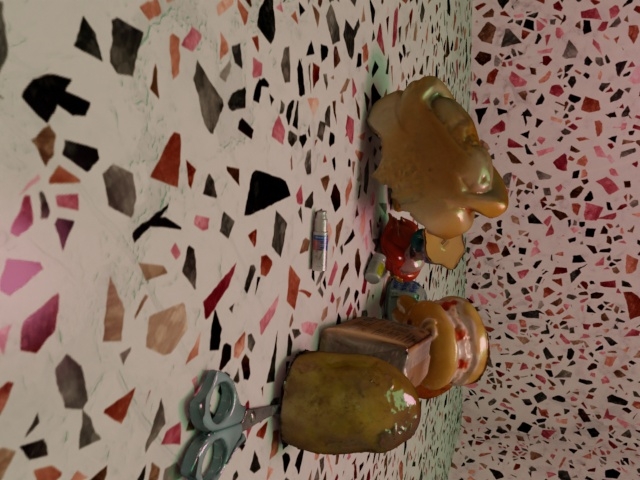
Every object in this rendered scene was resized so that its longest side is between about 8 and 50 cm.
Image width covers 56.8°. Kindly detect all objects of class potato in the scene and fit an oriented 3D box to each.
[{"bbox_3d":[0.074,0.340,1.226,0.229,0.266,0.229,5,90,-77],"label":"potato"}]

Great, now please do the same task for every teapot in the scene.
[{"bbox_3d":[0.289,0.196,1.908,0.232,0.159,0.158,40,58,-65],"label":"teapot"}]

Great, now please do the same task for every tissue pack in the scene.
[{"bbox_3d":[0.136,0.320,1.465,0.305,0.239,0.238,6,90,-70],"label":"tissue pack"}]

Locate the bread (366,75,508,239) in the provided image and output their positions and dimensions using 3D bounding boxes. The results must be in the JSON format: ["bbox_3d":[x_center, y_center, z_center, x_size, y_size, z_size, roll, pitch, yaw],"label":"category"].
[{"bbox_3d":[0.297,-0.217,1.554,0.329,0.245,0.423,-19,81,-42],"label":"bread"}]

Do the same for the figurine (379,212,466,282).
[{"bbox_3d":[0.277,0.018,1.758,0.208,0.257,0.180,17,67,-29],"label":"figurine"}]

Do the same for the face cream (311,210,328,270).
[{"bbox_3d":[0.000,0.000,1.276,0.034,0.034,0.130,-12,107,-68],"label":"face cream"}]

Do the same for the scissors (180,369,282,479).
[{"bbox_3d":[-0.131,0.312,1.026,0.360,0.030,0.191,21,74,-68],"label":"scissors"}]

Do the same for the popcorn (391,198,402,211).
[{"bbox_3d":[0.287,-0.156,1.837,0.149,0.152,0.167,-9,134,-33],"label":"popcorn"}]

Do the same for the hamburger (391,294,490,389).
[{"bbox_3d":[0.326,0.275,1.697,0.260,0.187,0.302,108,-25,-43],"label":"hamburger"}]

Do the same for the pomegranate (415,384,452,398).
[{"bbox_3d":[0.338,0.377,1.937,0.264,0.265,0.264,5,90,-69],"label":"pomegranate"}]

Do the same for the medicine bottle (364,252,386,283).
[{"bbox_3d":[0.157,0.079,1.675,0.047,0.047,0.083,73,32,-45],"label":"medicine bottle"}]
